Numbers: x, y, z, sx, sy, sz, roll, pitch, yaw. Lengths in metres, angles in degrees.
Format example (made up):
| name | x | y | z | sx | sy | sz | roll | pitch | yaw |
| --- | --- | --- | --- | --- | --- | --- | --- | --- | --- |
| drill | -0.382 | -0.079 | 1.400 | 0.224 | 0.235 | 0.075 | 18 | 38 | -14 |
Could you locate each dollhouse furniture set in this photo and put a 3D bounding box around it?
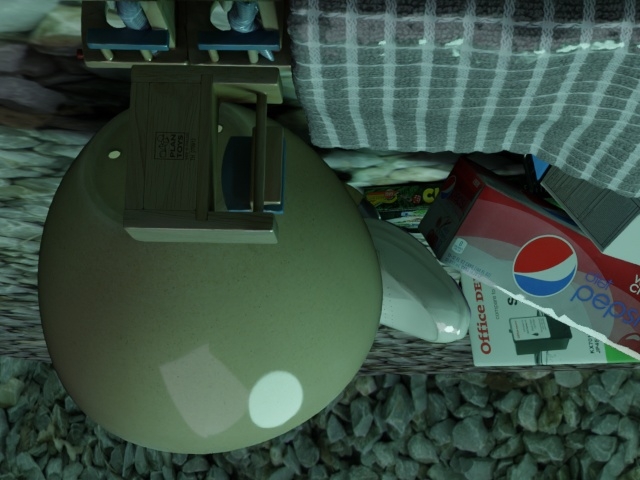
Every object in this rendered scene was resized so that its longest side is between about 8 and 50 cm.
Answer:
| name | x | y | z | sx | sy | sz | roll | pitch | yaw |
| --- | --- | --- | --- | --- | --- | --- | --- | --- | --- |
| dollhouse furniture set | -0.082 | -0.085 | 0.738 | 0.129 | 0.184 | 0.129 | 1 | 170 | 2 |

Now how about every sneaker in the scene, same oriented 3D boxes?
| name | x | y | z | sx | sy | sz | roll | pitch | yaw |
| --- | --- | --- | --- | --- | --- | --- | --- | --- | --- |
| sneaker | -0.014 | 0.038 | 1.220 | 0.305 | 0.152 | 0.114 | 24 | 152 | 23 |

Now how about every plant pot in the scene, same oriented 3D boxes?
| name | x | y | z | sx | sy | sz | roll | pitch | yaw |
| --- | --- | --- | --- | --- | --- | --- | --- | --- | --- |
| plant pot | -0.098 | -0.003 | 1.072 | 0.284 | 0.284 | 0.191 | 0 | 144 | 7 |

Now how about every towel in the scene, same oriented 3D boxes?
| name | x | y | z | sx | sy | sz | roll | pitch | yaw |
| --- | --- | --- | --- | --- | --- | --- | --- | --- | --- |
| towel | 0.102 | -0.109 | 0.758 | 0.235 | 0.121 | 0.284 | 2 | 170 | 3 |

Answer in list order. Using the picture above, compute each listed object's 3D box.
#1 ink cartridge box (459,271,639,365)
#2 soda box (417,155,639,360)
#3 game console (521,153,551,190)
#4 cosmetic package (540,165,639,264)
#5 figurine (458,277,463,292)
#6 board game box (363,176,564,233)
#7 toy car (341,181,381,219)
| name | x | y | z | sx | sy | sz | roll | pitch | yaw |
| --- | --- | --- | --- | --- | --- | --- | --- | --- | --- |
| ink cartridge box | 0.264 | 0.055 | 1.495 | 0.208 | 0.153 | 0.087 | -6 | -172 | 32 |
| soda box | 0.226 | 0.023 | 1.261 | 0.263 | 0.083 | 0.092 | 25 | -166 | -18 |
| game console | 0.207 | -0.083 | 1.020 | 0.107 | 0.071 | 0.122 | 0 | 170 | 12 |
| cosmetic package | 0.299 | -0.021 | 1.241 | 0.239 | 0.099 | 0.060 | 15 | 124 | -49 |
| figurine | 0.302 | 0.082 | 1.658 | 0.209 | 0.092 | 0.215 | 22 | -178 | 31 |
| board game box | 0.188 | -0.037 | 1.395 | 0.259 | 0.030 | 0.136 | -3 | 166 | 25 |
| toy car | 0.000 | 0.000 | 1.345 | 0.155 | 0.149 | 0.188 | 30 | 148 | 8 |
